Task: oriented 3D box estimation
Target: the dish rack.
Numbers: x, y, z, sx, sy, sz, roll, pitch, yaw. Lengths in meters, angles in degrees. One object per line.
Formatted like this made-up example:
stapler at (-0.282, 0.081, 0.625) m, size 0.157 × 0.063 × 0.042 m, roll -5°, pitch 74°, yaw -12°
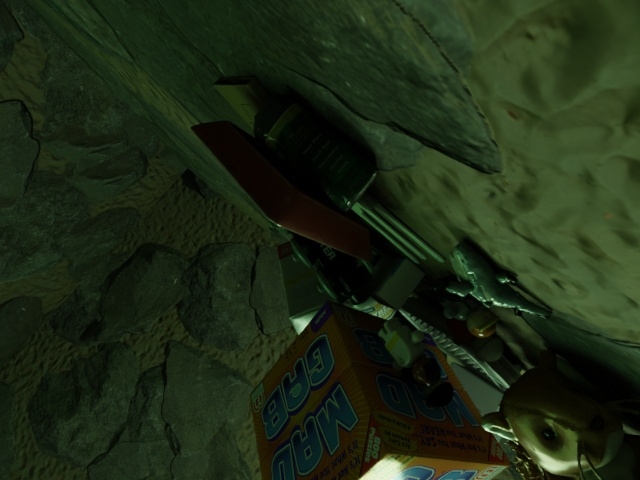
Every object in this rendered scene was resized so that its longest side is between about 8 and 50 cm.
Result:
dish rack at (0.361, 0.258, 1.058) m, size 0.285 × 0.072 × 0.333 m, roll 43°, pitch 172°, yaw -26°

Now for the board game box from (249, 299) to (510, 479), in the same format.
board game box at (0.101, 0.420, 0.931) m, size 0.357 × 0.356 × 0.356 m, roll 23°, pitch -155°, yaw -31°

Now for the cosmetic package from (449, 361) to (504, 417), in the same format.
cosmetic package at (0.462, 0.526, 1.241) m, size 0.162 × 0.230 × 0.453 m, roll 31°, pitch 178°, yaw 37°

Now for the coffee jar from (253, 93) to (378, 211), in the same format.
coffee jar at (-0.009, -0.126, 0.591) m, size 0.184 × 0.079 × 0.096 m, roll 39°, pitch 180°, yaw 2°

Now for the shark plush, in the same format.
shark plush at (0.250, 0.068, 0.582) m, size 0.161 × 0.073 × 0.067 m, roll 43°, pitch 143°, yaw 14°

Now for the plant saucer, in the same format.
plant saucer at (-0.045, -0.084, 0.649) m, size 0.259 × 0.047 × 0.259 m, roll 46°, pitch -166°, yaw 35°

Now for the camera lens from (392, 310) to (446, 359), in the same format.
camera lens at (0.302, 0.365, 1.386) m, size 0.219 × 0.219 × 0.274 m, roll 34°, pitch 170°, yaw 38°

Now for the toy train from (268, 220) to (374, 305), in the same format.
toy train at (0.000, 0.000, 0.938) m, size 0.333 × 0.142 × 0.190 m, roll 53°, pitch 179°, yaw 1°

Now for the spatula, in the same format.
spatula at (0.115, -0.032, 0.765) m, size 0.242 × 0.019 × 0.168 m, roll 40°, pitch 171°, yaw -4°

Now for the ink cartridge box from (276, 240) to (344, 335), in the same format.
ink cartridge box at (-0.014, 0.196, 1.391) m, size 0.384 × 0.161 × 0.279 m, roll -110°, pitch -2°, yaw -56°

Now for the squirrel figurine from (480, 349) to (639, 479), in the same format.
squirrel figurine at (0.439, 0.385, 0.721) m, size 0.370 × 0.281 × 0.397 m, roll 46°, pitch 170°, yaw 1°

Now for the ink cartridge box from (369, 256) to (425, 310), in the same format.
ink cartridge box at (0.161, 0.096, 0.958) m, size 0.060 × 0.104 × 0.180 m, roll 38°, pitch 173°, yaw -5°

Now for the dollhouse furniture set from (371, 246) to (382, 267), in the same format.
dollhouse furniture set at (0.087, 0.057, 1.064) m, size 0.081 × 0.114 × 0.091 m, roll 39°, pitch 176°, yaw 44°

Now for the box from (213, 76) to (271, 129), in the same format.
box at (-0.092, -0.207, 0.737) m, size 0.201 × 0.021 × 0.164 m, roll 46°, pitch 170°, yaw -36°

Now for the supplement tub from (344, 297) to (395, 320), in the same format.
supplement tub at (0.146, 0.165, 1.269) m, size 0.144 × 0.144 × 0.199 m, roll 34°, pitch 170°, yaw 40°

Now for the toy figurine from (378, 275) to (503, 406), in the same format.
toy figurine at (0.236, 0.197, 0.783) m, size 0.148 × 0.213 × 0.209 m, roll 51°, pitch 176°, yaw 37°
